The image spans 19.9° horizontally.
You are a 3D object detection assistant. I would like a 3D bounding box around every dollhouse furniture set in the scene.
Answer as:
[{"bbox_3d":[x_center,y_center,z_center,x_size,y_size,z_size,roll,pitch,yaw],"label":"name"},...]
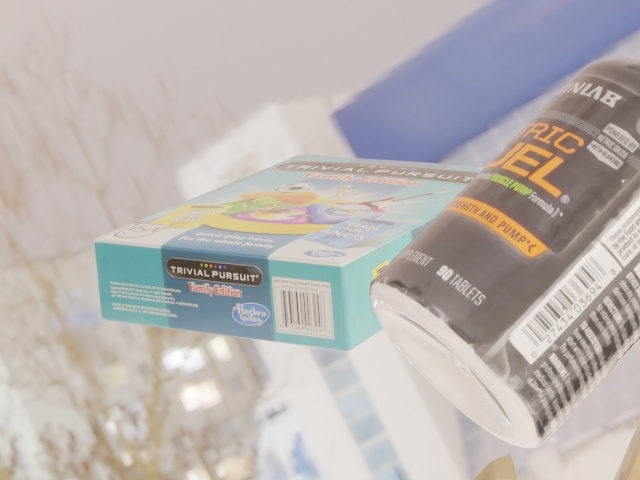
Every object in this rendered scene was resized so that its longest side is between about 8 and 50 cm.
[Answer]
[{"bbox_3d":[0.183,0.270,1.785,0.081,0.091,0.114,9,-42,-27],"label":"dollhouse furniture set"}]

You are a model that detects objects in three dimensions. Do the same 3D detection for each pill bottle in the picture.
[{"bbox_3d":[0.153,-0.012,1.019,0.245,0.130,0.130,-45,-6,-12],"label":"pill bottle"}]

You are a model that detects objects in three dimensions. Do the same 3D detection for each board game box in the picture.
[{"bbox_3d":[0.000,0.000,1.648,0.253,0.079,0.336,5,18,31],"label":"board game box"}]

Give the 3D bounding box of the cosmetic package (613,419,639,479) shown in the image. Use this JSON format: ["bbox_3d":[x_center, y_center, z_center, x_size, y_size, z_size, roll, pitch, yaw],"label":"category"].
[{"bbox_3d":[0.325,0.212,1.794,0.060,0.041,0.115,-70,-2,-66],"label":"cosmetic package"}]
